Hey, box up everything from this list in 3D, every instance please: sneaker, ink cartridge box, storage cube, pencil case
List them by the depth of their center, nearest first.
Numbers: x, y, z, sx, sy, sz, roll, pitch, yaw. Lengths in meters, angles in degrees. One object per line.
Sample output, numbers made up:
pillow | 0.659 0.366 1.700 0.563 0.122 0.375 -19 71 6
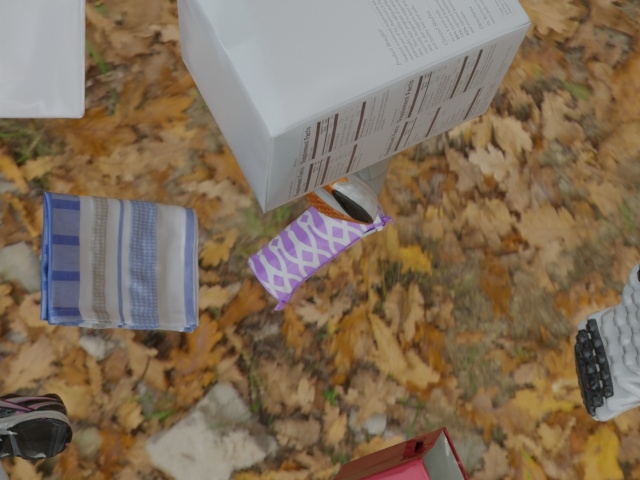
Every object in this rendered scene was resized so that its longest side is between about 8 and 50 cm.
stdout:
sneaker | 0.299 0.073 0.911 0.118 0.292 0.110 -4 74 -7
ink cartridge box | -0.362 -0.248 1.203 0.198 0.270 0.197 -2 107 -18
sneaker | -0.362 0.206 1.247 0.178 0.077 0.072 -1 116 -10
sneaker | -0.003 -0.131 1.326 0.099 0.262 0.121 7 63 37
pencil case | 0.000 0.000 1.542 0.206 0.086 0.088 -38 78 12
storage cube | 0.128 0.427 1.755 0.193 0.183 0.215 -23 89 19

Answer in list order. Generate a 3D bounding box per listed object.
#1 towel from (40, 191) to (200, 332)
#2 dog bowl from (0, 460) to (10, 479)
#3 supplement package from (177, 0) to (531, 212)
towel | -0.306 0.036 1.779 0.034 0.285 0.209 -9 79 46
dog bowl | -0.402 0.269 1.056 0.264 0.104 0.265 9 107 32
supplement package | 0.021 -0.192 1.096 0.262 0.198 0.199 -25 75 -12
